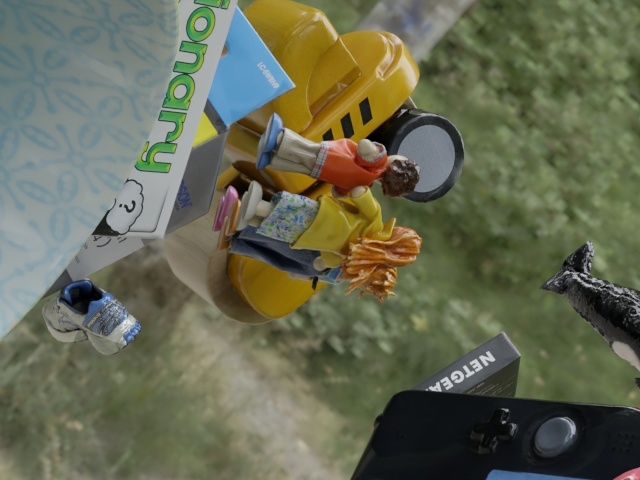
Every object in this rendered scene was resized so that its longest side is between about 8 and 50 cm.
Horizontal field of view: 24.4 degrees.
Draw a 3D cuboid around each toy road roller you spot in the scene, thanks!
[{"bbox_3d":[-0.041,-0.100,1.533,0.240,0.329,0.202,54,-12,-28],"label":"toy road roller"}]

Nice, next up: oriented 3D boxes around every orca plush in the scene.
[{"bbox_3d":[0.383,0.083,1.617,0.151,0.102,0.287,-8,42,-35],"label":"orca plush"}]

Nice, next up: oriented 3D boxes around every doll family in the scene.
[{"bbox_3d":[0.000,0.000,1.304,0.163,0.118,0.263,15,-22,-12],"label":"doll family"}]

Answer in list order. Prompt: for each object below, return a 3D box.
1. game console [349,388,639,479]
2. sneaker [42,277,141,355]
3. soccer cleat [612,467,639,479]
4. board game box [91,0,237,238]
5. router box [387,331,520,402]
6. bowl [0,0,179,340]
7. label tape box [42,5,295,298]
[{"bbox_3d":[0.117,0.303,1.290,0.342,0.386,0.060,3,-36,41],"label":"game console"},{"bbox_3d":[-0.208,0.057,1.299,0.135,0.052,0.058,7,-47,51],"label":"sneaker"},{"bbox_3d":[0.300,0.177,1.104,0.095,0.248,0.083,11,42,-58],"label":"soccer cleat"},{"bbox_3d":[-0.127,-0.150,0.805,0.053,0.305,0.193,30,18,38],"label":"board game box"},{"bbox_3d":[0.173,0.205,1.913,0.046,0.179,0.133,53,-15,26],"label":"router box"},{"bbox_3d":[-0.213,-0.050,0.627,0.156,0.289,0.289,39,2,12],"label":"bowl"},{"bbox_3d":[-0.210,-0.105,1.359,0.240,0.334,0.106,57,-10,35],"label":"label tape box"}]
